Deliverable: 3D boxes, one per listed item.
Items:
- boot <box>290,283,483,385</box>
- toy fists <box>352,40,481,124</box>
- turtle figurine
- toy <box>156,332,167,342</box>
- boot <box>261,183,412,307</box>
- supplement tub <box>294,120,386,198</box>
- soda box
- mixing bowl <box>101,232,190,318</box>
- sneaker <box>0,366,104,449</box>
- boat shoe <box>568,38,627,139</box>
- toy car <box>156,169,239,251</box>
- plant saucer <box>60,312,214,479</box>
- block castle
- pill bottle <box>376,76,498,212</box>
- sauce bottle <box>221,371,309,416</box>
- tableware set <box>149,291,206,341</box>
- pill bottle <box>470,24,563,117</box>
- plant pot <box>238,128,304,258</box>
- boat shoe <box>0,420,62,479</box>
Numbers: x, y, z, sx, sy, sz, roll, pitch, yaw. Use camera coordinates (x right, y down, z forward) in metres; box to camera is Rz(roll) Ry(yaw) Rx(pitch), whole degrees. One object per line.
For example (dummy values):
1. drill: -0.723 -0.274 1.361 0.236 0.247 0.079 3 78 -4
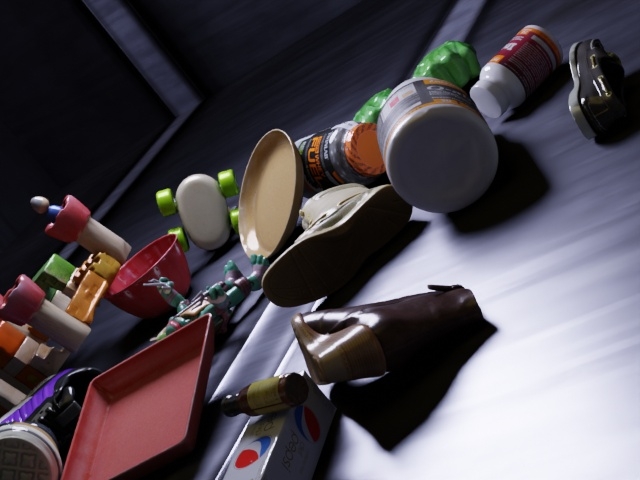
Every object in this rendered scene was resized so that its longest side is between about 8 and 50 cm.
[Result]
1. boot: 0.079 0.109 1.631 0.207 0.090 0.248 -21 10 -8
2. toy fists: 0.168 -0.252 2.366 0.279 0.096 0.142 -36 6 14
3. turtle figurine: -0.190 0.099 2.134 0.175 0.118 0.234 6 27 40
4. toy: -0.273 0.220 2.096 0.137 0.056 0.237 -33 17 23
5. boot: 0.000 0.000 2.034 0.262 0.095 0.203 -40 17 -11
6. supplement tub: 0.034 -0.141 2.304 0.190 0.117 0.117 -16 28 54
7. soda box: -0.049 0.247 1.528 0.074 0.069 0.216 -29 18 27
8. mixing bowl: -0.311 0.082 2.469 0.181 0.098 0.181 -35 16 11
9. sneaker: -0.452 0.303 2.172 0.146 0.102 0.293 -23 22 40
10. boat shoe: 0.391 -0.221 1.835 0.069 0.081 0.228 -27 27 27
11. toy car: -0.221 -0.055 2.604 0.155 0.149 0.188 -17 0 3
12. plant saucer: -0.256 0.255 1.911 0.259 0.048 0.258 -31 30 27
13. block castle: -0.573 0.140 2.465 0.453 0.213 0.303 -41 20 42
14. pill bottle: 0.167 -0.153 1.976 0.162 0.162 0.278 -35 17 10
15. sauce bottle: -0.068 0.183 1.540 0.128 0.042 0.042 -18 26 44
16. tableware set: -0.219 0.131 2.283 0.168 0.020 0.141 -47 19 -28
17. pill bottle: 0.311 -0.267 2.108 0.152 0.086 0.086 -45 17 -21
18. plant pot: -0.083 -0.077 2.328 0.236 0.032 0.236 -31 54 57
19. boat shoe: -0.589 0.435 1.984 0.500 0.187 0.156 -36 7 6
